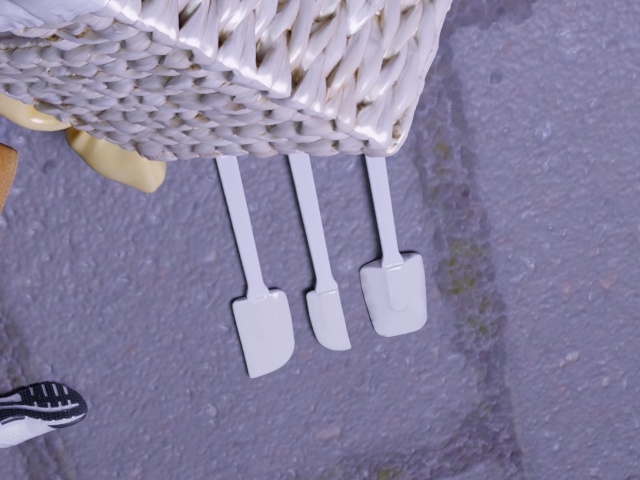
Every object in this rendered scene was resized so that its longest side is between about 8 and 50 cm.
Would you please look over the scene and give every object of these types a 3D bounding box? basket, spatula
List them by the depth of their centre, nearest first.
[{"bbox_3d":[-0.085,-0.230,1.119,0.266,0.328,0.331,28,76,-34],"label":"basket"},{"bbox_3d":[0.000,0.000,1.553,0.168,0.019,0.242,-13,124,-4],"label":"spatula"}]

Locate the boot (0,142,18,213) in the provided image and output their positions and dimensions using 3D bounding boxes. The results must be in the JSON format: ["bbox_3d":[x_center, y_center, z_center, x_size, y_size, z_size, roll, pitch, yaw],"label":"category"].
[{"bbox_3d":[-0.315,-0.087,1.339,0.211,0.104,0.295,9,127,-30],"label":"boot"}]

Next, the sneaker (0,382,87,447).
[{"bbox_3d":[-0.249,0.149,1.553,0.109,0.040,0.043,-7,140,-11],"label":"sneaker"}]

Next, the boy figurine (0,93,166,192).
[{"bbox_3d":[-0.180,-0.155,1.342,0.177,0.092,0.285,-39,129,-8],"label":"boy figurine"}]
